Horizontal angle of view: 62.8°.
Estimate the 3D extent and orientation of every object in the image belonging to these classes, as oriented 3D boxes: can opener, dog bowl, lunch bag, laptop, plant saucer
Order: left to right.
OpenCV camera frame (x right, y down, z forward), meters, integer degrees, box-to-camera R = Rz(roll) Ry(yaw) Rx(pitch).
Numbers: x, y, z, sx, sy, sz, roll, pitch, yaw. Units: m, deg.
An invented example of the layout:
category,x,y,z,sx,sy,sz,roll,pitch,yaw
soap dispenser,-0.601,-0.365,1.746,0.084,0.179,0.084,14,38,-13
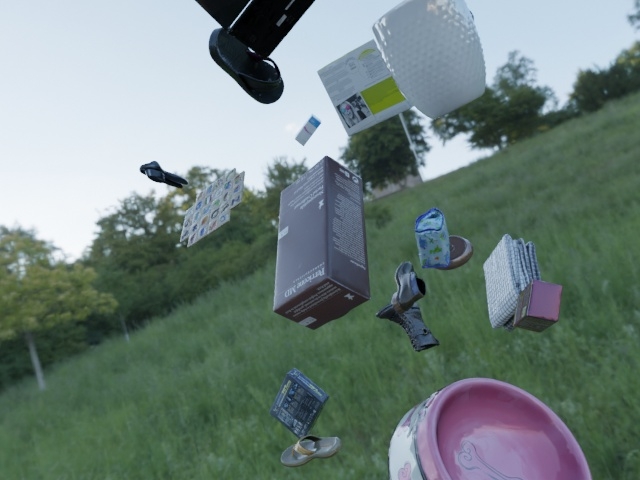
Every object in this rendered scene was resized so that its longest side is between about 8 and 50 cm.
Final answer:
category,x,y,z,sx,sy,sz,roll,pitch,yaw
can opener,-0.498,-0.201,1.669,0.059,0.073,0.186,-17,-16,21
laptop,-0.193,-0.700,1.504,0.234,0.136,0.264,-45,-32,19
lunch bag,0.329,-0.009,1.521,0.097,0.128,0.151,-3,26,24
plant saucer,0.461,0.037,1.882,0.169,0.168,0.029,-20,-54,9
dog bowl,0.352,0.460,1.061,0.408,0.408,0.150,-11,-43,-31

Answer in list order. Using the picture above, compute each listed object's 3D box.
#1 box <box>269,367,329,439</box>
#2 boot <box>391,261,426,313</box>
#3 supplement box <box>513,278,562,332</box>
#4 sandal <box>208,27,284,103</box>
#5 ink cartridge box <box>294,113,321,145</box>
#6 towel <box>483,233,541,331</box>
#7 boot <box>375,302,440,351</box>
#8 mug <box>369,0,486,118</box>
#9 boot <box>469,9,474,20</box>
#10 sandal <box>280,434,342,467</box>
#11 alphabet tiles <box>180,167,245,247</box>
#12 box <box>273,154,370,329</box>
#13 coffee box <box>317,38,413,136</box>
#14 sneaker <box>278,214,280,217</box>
category,x,y,z,sx,sy,sz,roll,pitch,yaw
box,-0.087,0.648,2.074,0.059,0.183,0.232,-22,-40,-56
boot,0.295,0.131,1.663,0.106,0.082,0.219,-37,23,38
supplement box,0.606,0.187,1.470,0.081,0.104,0.188,12,-16,12
sandal,-0.243,-0.636,1.968,0.107,0.167,0.446,5,-6,28
ink cartridge box,-0.052,-0.458,2.173,0.122,0.052,0.088,-52,13,16
towel,0.692,0.154,1.895,0.122,0.283,0.235,7,-36,-3
boot,0.394,0.392,2.348,0.263,0.228,0.091,-1,-38,-27
mug,0.325,-0.545,1.604,0.276,0.327,0.374,-30,9,-16
boot,0.499,-0.732,2.095,0.131,0.347,0.260,24,-32,-5
sandal,-0.028,0.522,1.326,0.180,0.049,0.072,-25,18,29
alphabet tiles,-0.417,-0.128,2.026,0.343,0.285,0.011,-29,-47,28
box,0.000,0.000,1.275,0.143,0.381,0.191,29,-47,-33
coffee box,0.258,-0.728,2.391,0.338,0.334,0.338,-18,17,39
sneaker,-0.035,-0.091,1.799,0.258,0.091,0.094,-14,35,52
